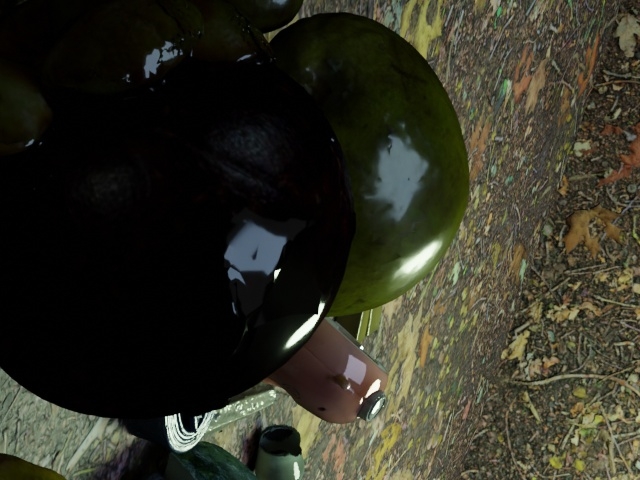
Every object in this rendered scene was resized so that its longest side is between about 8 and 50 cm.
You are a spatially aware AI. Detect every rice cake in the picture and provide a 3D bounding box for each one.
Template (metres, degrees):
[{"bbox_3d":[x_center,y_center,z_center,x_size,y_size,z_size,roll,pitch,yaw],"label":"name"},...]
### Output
[{"bbox_3d":[-0.133,0.233,2.150,0.057,0.052,0.256,-44,168,19],"label":"rice cake"}]

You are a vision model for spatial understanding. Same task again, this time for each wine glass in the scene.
[{"bbox_3d":[-0.065,0.378,2.414,0.079,0.079,0.195,-52,153,-45],"label":"wine glass"}]

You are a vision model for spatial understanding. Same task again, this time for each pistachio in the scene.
[{"bbox_3d":[-0.313,0.283,1.618,0.189,0.110,0.100,63,16,-63],"label":"pistachio"}]

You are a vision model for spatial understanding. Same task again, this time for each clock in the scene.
[{"bbox_3d":[-0.019,0.163,2.090,0.142,0.241,0.227,-51,163,-2],"label":"clock"}]

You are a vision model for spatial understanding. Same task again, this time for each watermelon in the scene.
[{"bbox_3d":[-0.140,0.430,2.087,0.213,0.290,0.320,-29,170,-10],"label":"watermelon"}]

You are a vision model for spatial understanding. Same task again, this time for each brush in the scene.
[{"bbox_3d":[0.076,0.053,2.564,0.103,0.047,0.233,-34,137,-61],"label":"brush"}]

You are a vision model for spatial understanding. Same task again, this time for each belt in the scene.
[{"bbox_3d":[-0.178,0.178,1.927,0.141,0.082,0.190,-39,141,-49],"label":"belt"}]

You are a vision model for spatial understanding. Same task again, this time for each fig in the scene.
[{"bbox_3d":[-0.090,-0.347,1.727,0.124,0.124,0.236,-28,108,-63],"label":"fig"}]

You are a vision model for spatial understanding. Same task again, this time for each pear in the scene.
[{"bbox_3d":[0.014,-0.077,1.850,0.413,0.352,0.352,79,34,-60],"label":"pear"}]

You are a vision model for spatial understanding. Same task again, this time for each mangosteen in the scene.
[{"bbox_3d":[-0.164,-0.035,1.379,0.381,0.381,0.421,-60,144,-32],"label":"mangosteen"}]

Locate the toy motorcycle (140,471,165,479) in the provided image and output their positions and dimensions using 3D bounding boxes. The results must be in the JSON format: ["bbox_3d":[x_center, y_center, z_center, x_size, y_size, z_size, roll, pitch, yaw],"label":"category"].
[{"bbox_3d":[-0.252,0.405,1.937,0.152,0.073,0.225,-2,107,-68],"label":"toy motorcycle"}]
